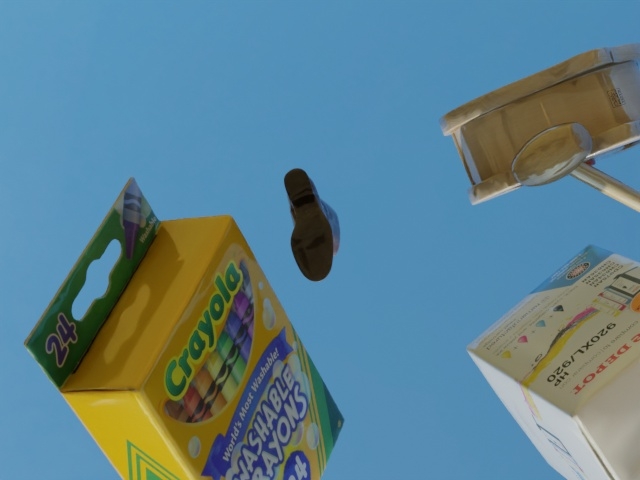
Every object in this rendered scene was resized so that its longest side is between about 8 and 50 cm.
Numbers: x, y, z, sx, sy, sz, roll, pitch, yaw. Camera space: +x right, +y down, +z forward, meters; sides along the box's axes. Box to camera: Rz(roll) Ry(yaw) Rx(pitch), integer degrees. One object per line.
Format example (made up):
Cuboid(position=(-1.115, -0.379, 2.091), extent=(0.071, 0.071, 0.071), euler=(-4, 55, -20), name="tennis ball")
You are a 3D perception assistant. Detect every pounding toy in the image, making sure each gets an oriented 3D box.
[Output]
Cuboid(position=(0.203, -0.063, 1.094), extent=(0.154, 0.269, 0.155), euler=(-24, -94, 37), name="pounding toy")

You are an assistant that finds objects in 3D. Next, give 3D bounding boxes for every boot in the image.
Cuboid(position=(0.000, 0.000, 1.179), extent=(0.037, 0.114, 0.106), euler=(-12, -110, 7), name="boot")

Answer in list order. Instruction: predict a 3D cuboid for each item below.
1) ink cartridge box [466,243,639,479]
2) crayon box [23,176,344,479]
Cuboid(position=(0.280, 0.134, 1.224), extent=(0.171, 0.168, 0.232), euler=(-39, -162, -7), name="ink cartridge box")
Cuboid(position=(-0.099, 0.127, 1.146), extent=(0.083, 0.323, 0.203), euler=(-4, -139, 30), name="crayon box")
